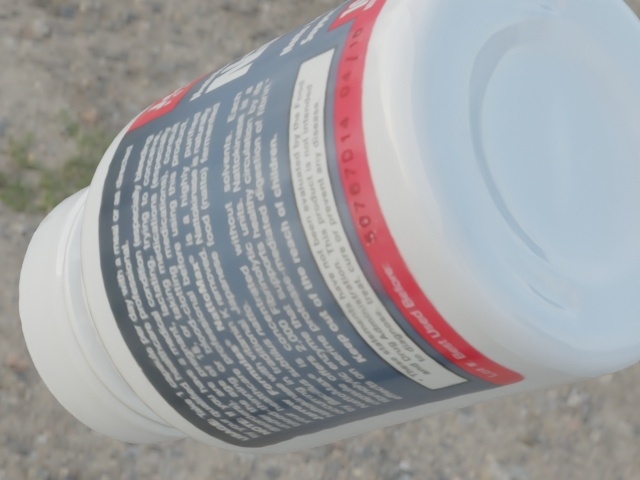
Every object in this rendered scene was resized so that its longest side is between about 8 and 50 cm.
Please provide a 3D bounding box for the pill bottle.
[{"bbox_3d":[0.000,0.000,0.472,0.108,0.180,0.108,16,66,-38],"label":"pill bottle"}]
